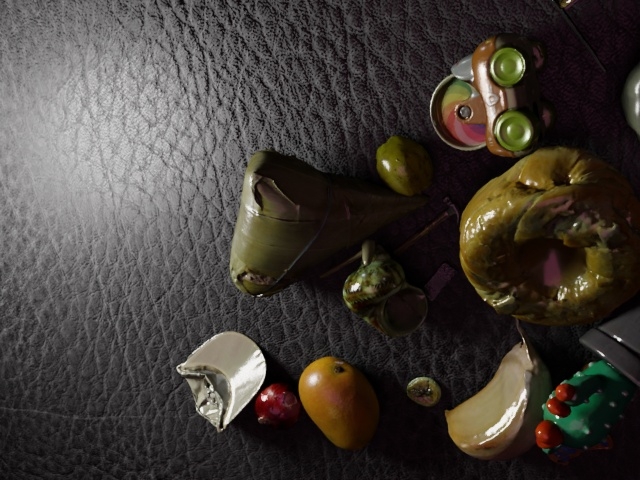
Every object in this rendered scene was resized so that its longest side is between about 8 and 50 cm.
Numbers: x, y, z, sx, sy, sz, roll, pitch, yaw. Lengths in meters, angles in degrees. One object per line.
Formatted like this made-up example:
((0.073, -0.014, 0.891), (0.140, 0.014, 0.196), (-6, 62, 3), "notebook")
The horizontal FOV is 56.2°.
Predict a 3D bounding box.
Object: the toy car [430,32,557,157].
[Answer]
((0.309, -0.263, 1.127), (0.235, 0.145, 0.235), (15, 119, 30), "toy car")

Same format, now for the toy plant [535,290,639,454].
((0.567, 0.264, 1.159), (0.185, 0.279, 0.400), (37, 95, 14), "toy plant")

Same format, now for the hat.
((-0.244, 0.373, 1.580), (0.245, 0.149, 0.214), (-36, 70, -6), "hat")

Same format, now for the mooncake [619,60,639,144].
((0.646, -0.248, 0.998), (0.275, 0.135, 0.275), (5, 115, 10), "mooncake")

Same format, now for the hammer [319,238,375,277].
((0.054, 0.059, 1.313), (0.028, 0.060, 0.195), (26, 145, -23), "hammer")

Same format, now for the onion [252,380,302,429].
((-0.112, 0.421, 1.527), (0.131, 0.131, 0.131), (6, 112, 16), "onion")

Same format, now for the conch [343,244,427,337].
((0.141, 0.110, 1.317), (0.187, 0.124, 0.181), (-1, 125, -12), "conch")

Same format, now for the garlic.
((0.409, 0.355, 1.318), (0.196, 0.151, 0.338), (43, 122, 28), "garlic")

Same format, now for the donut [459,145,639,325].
((0.436, 0.000, 1.128), (0.360, 0.170, 0.360), (11, 133, 12), "donut")

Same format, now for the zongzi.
((0.000, 0.000, 1.331), (0.393, 0.174, 0.356), (10, 131, -13), "zongzi")

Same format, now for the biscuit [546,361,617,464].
((0.575, 0.393, 1.336), (0.183, 0.043, 0.280), (16, 117, 9), "biscuit")

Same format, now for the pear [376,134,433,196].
((0.171, -0.149, 1.220), (0.107, 0.107, 0.131), (-36, 83, 26), "pear")

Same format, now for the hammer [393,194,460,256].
((0.230, -0.020, 1.302), (0.062, 0.017, 0.182), (46, 118, -2), "hammer")

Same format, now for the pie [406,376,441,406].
((0.248, 0.363, 1.438), (0.084, 0.021, 0.084), (6, 112, 15), "pie")

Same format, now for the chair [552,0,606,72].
((0.463, -0.437, 0.991), (0.159, 0.172, 0.247), (-36, 103, 27), "chair")

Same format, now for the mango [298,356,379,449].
((0.055, 0.397, 1.454), (0.175, 0.139, 0.254), (-20, 111, 36), "mango")

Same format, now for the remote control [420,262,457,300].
((0.263, 0.091, 1.334), (0.039, 0.014, 0.096), (37, 116, 2), "remote control")
